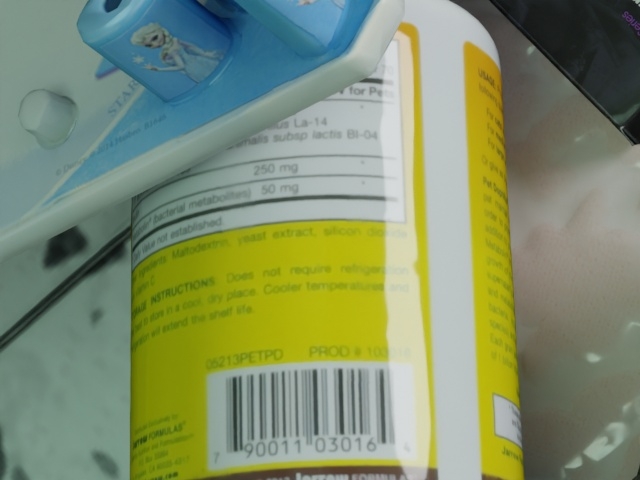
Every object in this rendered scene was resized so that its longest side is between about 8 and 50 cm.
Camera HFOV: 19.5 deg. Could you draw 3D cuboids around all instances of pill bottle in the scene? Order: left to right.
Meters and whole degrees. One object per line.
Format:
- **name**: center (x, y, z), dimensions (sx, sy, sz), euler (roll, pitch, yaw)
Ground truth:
- **pill bottle**: center (0.000, 0.000, 0.573), dimensions (0.117, 0.117, 0.215), euler (-10, 70, 27)

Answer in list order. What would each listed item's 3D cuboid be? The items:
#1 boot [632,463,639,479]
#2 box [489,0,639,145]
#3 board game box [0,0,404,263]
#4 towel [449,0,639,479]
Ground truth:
- **boot**: center (0.212, 0.129, 0.468), dimensions (0.338, 0.118, 0.222), euler (24, 87, 36)
- **box**: center (0.118, -0.127, 0.603), dimensions (0.162, 0.029, 0.116), euler (-46, 67, 10)
- **board game box**: center (-0.171, -0.151, 0.653), dimensions (0.390, 0.050, 0.390), euler (-25, 57, 27)
- **towel**: center (0.124, 0.100, 0.588), dimensions (0.317, 0.053, 0.331), euler (15, 81, 25)
